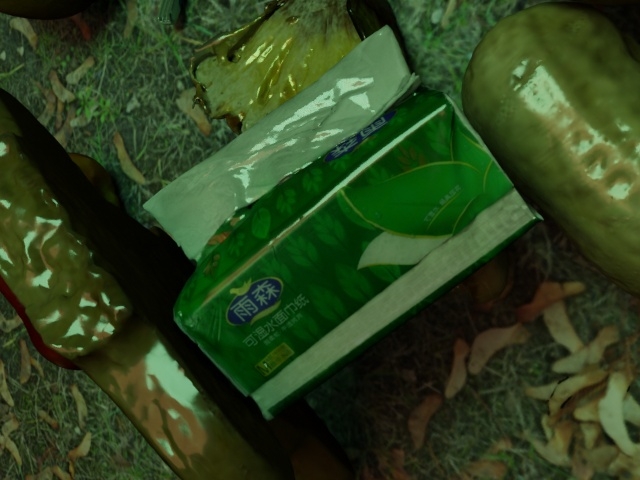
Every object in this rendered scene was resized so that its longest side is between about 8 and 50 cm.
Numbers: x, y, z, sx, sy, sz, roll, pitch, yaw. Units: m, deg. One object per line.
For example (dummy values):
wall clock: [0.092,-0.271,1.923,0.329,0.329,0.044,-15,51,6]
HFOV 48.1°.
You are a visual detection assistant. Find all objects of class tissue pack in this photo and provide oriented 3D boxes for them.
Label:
tissue pack: [0.004,-0.020,0.474,0.209,0.148,0.156,-37,104,12]

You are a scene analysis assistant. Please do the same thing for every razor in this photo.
razor: [-0.154,-0.323,0.752,0.068,0.037,0.191,5,99,28]

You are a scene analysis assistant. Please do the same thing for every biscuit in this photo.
biscuit: [-0.130,0.067,0.576,0.076,0.394,0.368,-41,70,-3]

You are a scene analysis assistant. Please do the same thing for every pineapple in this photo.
pineapple: [0.000,-0.140,0.623,0.237,0.114,0.186,15,90,32]

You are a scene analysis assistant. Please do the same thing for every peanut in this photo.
peanut: [0.204,-0.052,0.486,0.122,0.137,0.253,-47,73,25]

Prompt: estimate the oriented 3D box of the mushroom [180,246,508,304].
mushroom: [0.000,0.000,0.654,0.351,0.095,0.122,3,70,32]

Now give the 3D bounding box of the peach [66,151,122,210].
peach: [-0.293,-0.028,0.815,0.138,0.138,0.138,3,96,33]

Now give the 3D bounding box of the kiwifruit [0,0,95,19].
kiwifruit: [-0.300,-0.356,0.751,0.196,0.196,0.234,39,118,24]

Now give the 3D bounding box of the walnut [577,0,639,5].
walnut: [0.199,-0.289,0.385,0.333,0.333,0.332,3,96,33]
